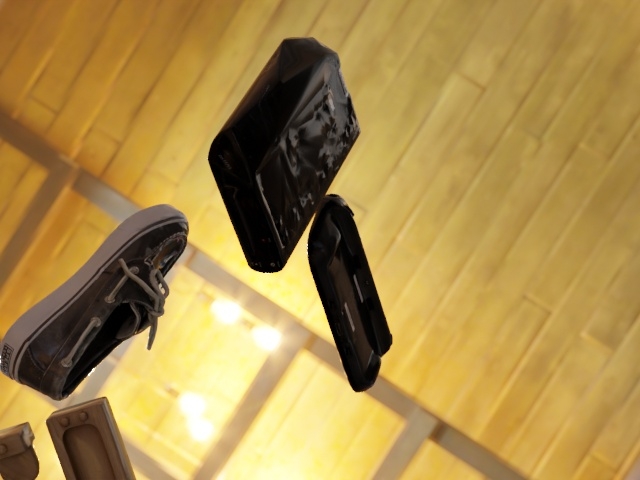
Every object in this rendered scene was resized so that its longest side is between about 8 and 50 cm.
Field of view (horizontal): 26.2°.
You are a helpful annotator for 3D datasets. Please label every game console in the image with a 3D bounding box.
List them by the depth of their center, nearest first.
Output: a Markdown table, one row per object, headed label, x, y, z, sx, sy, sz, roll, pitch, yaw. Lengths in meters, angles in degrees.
| label | x | y | z | sx | sy | sz | roll | pitch | yaw |
| --- | --- | --- | --- | --- | --- | --- | --- | --- | --- |
| game console | 0.000 | 0.000 | 1.306 | 0.213 | 0.044 | 0.361 | -60 | -39 | -45 |

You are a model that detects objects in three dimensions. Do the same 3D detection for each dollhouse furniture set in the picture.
| label | x | y | z | sx | sy | sz | roll | pitch | yaw |
| --- | --- | --- | --- | --- | --- | --- | --- | --- | --- |
| dollhouse furniture set | -0.232 | 0.228 | 1.106 | 0.151 | 0.144 | 0.123 | -16 | 10 | 6 |

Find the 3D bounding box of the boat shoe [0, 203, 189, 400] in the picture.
| label | x | y | z | sx | sy | sz | roll | pitch | yaw |
| --- | --- | --- | --- | --- | --- | --- | --- | --- | --- |
| boat shoe | -0.229 | 0.069 | 1.571 | 0.306 | 0.105 | 0.113 | -42 | -28 | -45 |
